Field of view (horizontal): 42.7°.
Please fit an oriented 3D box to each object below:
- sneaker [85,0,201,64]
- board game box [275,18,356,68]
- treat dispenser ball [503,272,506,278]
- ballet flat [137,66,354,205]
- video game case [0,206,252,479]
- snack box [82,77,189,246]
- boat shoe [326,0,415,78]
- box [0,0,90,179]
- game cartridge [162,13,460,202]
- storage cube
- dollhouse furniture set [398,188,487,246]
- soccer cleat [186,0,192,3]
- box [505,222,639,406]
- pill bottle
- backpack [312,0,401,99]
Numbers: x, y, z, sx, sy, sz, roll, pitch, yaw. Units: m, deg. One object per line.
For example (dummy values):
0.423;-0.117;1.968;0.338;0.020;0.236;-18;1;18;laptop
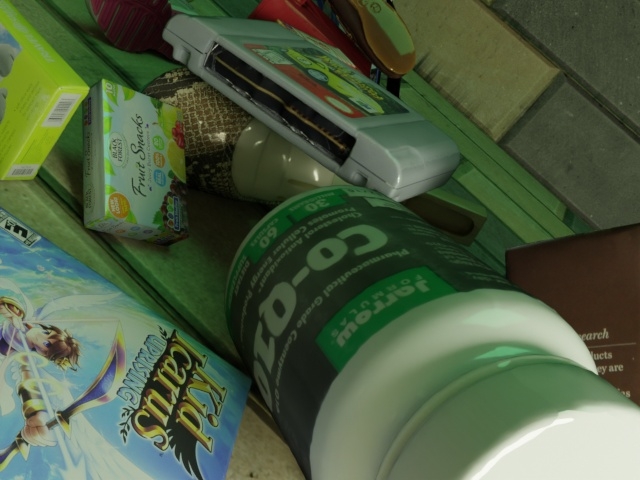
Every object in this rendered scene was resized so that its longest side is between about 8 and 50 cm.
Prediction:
-0.263;-0.337;1.194;0.111;0.103;0.252;46;13;18;sneaker
-0.061;-0.186;1.088;0.045;0.193;0.147;50;23;26;board game box
0.313;0.144;0.935;0.288;0.288;0.288;35;21;-16;treat dispenser ball
-0.011;-0.100;1.022;0.182;0.164;0.483;30;10;31;ballet flat
-0.171;0.104;0.491;0.244;0.061;0.269;38;20;-11;video game case
-0.178;-0.073;0.788;0.100;0.037;0.141;15;61;-47;snack box
0.070;-0.331;1.232;0.207;0.073;0.073;61;-23;2;boat shoe
-0.294;-0.152;0.726;0.178;0.109;0.042;46;23;15;box
0.001;-0.147;0.854;0.294;0.060;0.196;37;21;17;game cartridge
-0.050;-0.255;1.233;0.193;0.215;0.183;42;19;-13;storage cube
0.137;0.033;1.026;0.144;0.151;0.123;22;32;-8;dollhouse furniture set
-0.270;-0.415;1.313;0.196;0.068;0.076;18;18;35;soccer cleat
0.250;0.197;0.655;0.191;0.143;0.381;22;67;-42;box
0.067;0.102;0.592;0.204;0.204;0.361;30;7;-28;pill bottle
0.039;-0.368;1.534;0.213;0.263;0.276;8;29;-15;backpack
